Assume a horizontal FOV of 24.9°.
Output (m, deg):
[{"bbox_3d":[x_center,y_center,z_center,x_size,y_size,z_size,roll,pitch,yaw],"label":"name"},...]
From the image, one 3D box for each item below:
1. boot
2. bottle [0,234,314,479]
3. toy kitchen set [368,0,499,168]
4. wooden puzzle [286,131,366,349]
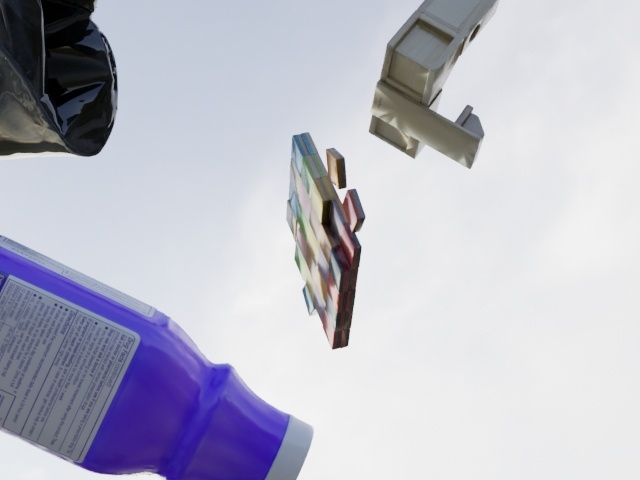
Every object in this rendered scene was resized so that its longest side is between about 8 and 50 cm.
[{"bbox_3d":[-0.353,-0.081,1.338,0.445,0.146,0.367,-9,-71,33],"label":"boot"},{"bbox_3d":[-0.143,0.095,0.978,0.282,0.092,0.118,25,-79,-5],"label":"bottle"},{"bbox_3d":[0.079,-0.092,0.837,0.068,0.075,0.083,32,-30,12],"label":"toy kitchen set"},{"bbox_3d":[0.000,0.000,0.453,0.006,0.049,0.083,-12,-39,-15],"label":"wooden puzzle"}]
